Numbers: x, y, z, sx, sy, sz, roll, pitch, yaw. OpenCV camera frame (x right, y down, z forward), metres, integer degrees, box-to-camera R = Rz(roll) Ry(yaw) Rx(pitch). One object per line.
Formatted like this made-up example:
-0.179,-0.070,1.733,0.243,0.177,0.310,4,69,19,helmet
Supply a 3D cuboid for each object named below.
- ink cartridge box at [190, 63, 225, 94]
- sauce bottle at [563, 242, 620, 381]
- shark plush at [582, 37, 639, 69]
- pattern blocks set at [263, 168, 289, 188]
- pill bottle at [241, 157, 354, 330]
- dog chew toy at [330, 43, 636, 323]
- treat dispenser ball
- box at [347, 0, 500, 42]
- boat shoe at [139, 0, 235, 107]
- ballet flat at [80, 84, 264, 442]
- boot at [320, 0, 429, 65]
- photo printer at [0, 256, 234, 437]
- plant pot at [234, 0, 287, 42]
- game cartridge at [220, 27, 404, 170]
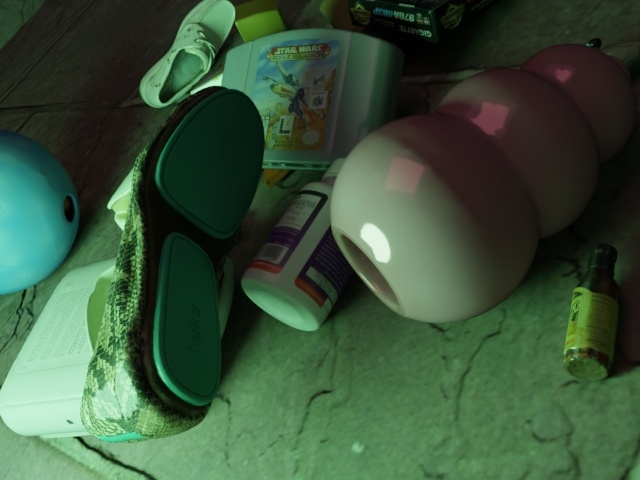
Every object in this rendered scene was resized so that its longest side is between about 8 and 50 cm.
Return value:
-0.161,-0.281,1.403,0.181,0.062,0.104,-25,22,23,ink cartridge box
0.241,0.060,0.688,0.042,0.042,0.128,-10,43,37,sauce bottle
0.299,-0.185,0.915,0.067,0.073,0.161,-44,8,-38,shark plush
-0.152,-0.103,1.250,0.285,0.026,0.325,11,60,48,pattern blocks set
0.000,0.000,0.923,0.108,0.108,0.193,7,57,47,pill bottle
0.172,-0.071,0.768,0.332,0.207,0.206,-38,34,-9,dog chew toy
-0.569,-0.049,1.361,0.288,0.288,0.288,-25,38,22,treat dispenser ball
0.175,-0.369,1.133,0.220,0.051,0.175,-37,41,-24,box
-0.253,-0.379,1.593,0.277,0.098,0.096,-56,37,-4,boat shoe
-0.185,0.009,0.906,0.182,0.164,0.483,-23,43,28,ballet flat
0.042,-0.332,1.270,0.236,0.089,0.269,-24,38,3,boot
-0.255,0.128,1.028,0.307,0.107,0.256,-14,43,33,photo printer
-0.111,-0.419,1.512,0.083,0.081,0.081,-20,39,11,plant pot
-0.029,-0.199,1.110,0.297,0.062,0.198,6,88,35,game cartridge
